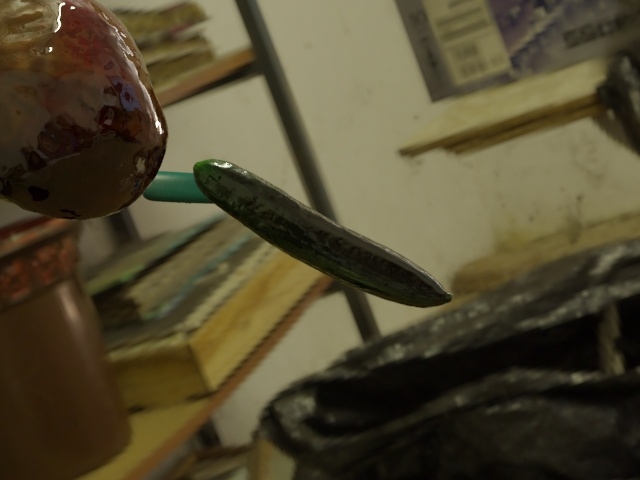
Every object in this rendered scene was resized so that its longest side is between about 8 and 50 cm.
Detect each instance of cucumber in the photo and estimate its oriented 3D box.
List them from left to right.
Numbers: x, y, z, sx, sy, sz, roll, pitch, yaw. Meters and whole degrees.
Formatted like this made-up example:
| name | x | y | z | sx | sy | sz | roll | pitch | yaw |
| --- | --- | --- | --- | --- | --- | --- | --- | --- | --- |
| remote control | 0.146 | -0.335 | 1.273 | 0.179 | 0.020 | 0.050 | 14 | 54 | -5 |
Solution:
| name | x | y | z | sx | sy | sz | roll | pitch | yaw |
| --- | --- | --- | --- | --- | --- | --- | --- | --- | --- |
| cucumber | 0.000 | 0.000 | 1.365 | 0.056 | 0.284 | 0.056 | -57 | 13 | 21 |

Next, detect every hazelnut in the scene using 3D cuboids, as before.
| name | x | y | z | sx | sy | sz | roll | pitch | yaw |
| --- | --- | --- | --- | --- | --- | --- | --- | --- | --- |
| hazelnut | -0.204 | -0.094 | 0.986 | 0.170 | 0.201 | 0.160 | -27 | -22 | -21 |

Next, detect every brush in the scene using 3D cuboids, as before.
| name | x | y | z | sx | sy | sz | roll | pitch | yaw |
| --- | --- | --- | --- | --- | --- | --- | --- | --- | --- |
| brush | -0.159 | -0.065 | 1.855 | 0.193 | 0.043 | 0.032 | 5 | -16 | 37 |
